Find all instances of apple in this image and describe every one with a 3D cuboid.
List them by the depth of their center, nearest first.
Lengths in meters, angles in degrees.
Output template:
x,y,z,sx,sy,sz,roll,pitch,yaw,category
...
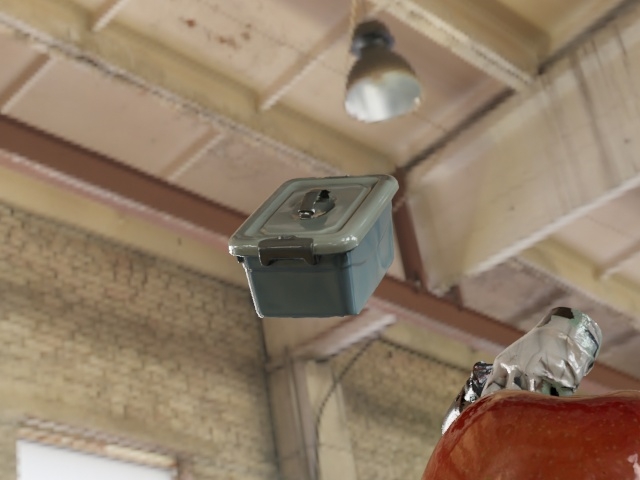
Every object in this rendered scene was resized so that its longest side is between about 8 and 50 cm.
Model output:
x,y,z,sx,sy,sz,roll,pitch,yaw,category
0.207,0.230,1.019,0.260,0.217,0.260,3,-11,1,apple

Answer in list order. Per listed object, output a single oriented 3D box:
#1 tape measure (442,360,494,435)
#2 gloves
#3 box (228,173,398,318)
x,y,z,sx,sy,sz,roll,pitch,yaw,category
0.274,0.329,1.967,0.135,0.223,0.202,-9,-40,-26,tape measure
0.256,0.182,1.542,0.127,0.212,0.111,24,-32,33,gloves
0.000,0.000,1.530,0.162,0.227,0.130,-2,-66,20,box
